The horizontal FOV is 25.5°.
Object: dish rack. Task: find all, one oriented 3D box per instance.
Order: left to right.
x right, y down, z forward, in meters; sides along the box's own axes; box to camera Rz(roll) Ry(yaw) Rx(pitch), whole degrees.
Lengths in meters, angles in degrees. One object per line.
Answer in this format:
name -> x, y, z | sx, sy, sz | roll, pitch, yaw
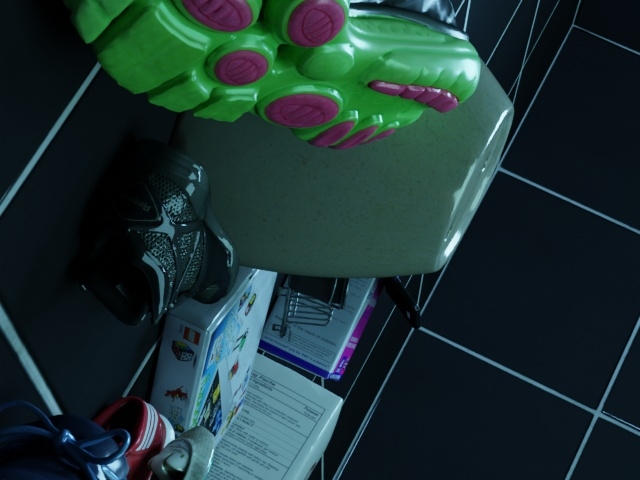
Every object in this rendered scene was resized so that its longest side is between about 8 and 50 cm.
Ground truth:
dish rack -> 0.000, 0.000, 1.586 | 0.271, 0.074, 0.208 | 106, -3, -70

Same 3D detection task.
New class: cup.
cup -> 0.038, -0.097, 1.299 | 0.331, 0.237, 0.331 | -61, 168, -22

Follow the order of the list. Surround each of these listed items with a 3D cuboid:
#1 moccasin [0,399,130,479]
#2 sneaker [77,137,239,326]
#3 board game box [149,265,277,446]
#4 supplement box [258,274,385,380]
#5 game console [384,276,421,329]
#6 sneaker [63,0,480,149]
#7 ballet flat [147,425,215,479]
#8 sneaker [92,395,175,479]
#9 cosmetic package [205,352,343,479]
moccasin -> -0.216, 0.184, 1.095 | 0.342, 0.137, 0.117 | 134, -21, -80
sneaker -> -0.135, 0.021, 1.159 | 0.130, 0.087, 0.227 | -59, 165, -18
board game box -> -0.123, 0.138, 1.549 | 0.193, 0.053, 0.305 | -53, 164, -48
supplement box -> 0.016, 0.067, 1.896 | 0.220, 0.114, 0.111 | -66, 168, -2
game console -> 0.123, 0.048, 1.888 | 0.071, 0.107, 0.122 | -35, 164, -5
sneaker -> -0.042, -0.196, 0.961 | 0.185, 0.202, 0.483 | -24, 164, 16
ballet flat -> -0.145, 0.233, 1.328 | 0.052, 0.057, 0.168 | 53, 41, -34
sneaker -> -0.216, 0.247, 1.341 | 0.128, 0.087, 0.221 | 70, 33, -63
cosmetic package -> -0.109, 0.296, 1.723 | 0.296, 0.153, 0.129 | -53, 166, -40
